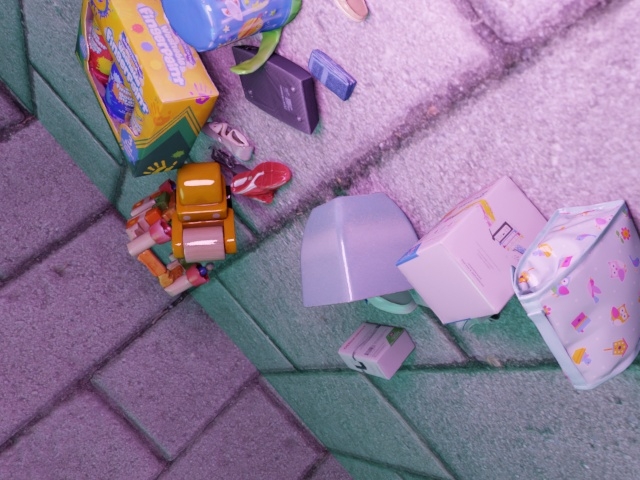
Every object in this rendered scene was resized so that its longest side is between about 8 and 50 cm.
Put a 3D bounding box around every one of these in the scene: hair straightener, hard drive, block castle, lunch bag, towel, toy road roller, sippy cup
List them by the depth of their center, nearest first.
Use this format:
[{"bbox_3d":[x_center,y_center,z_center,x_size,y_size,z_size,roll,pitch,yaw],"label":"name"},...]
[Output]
[{"bbox_3d":[0.450,0.094,0.933,0.223,0.262,0.160,55,151,-17],"label":"lunch bag"},{"bbox_3d":[-0.193,-0.504,1.096,0.305,0.224,0.240,54,152,-13],"label":"sippy cup"},{"bbox_3d":[0.021,-0.362,1.189,0.119,0.029,0.067,42,153,9],"label":"towel"},{"bbox_3d":[-0.105,-0.372,1.307,0.255,0.054,0.171,35,153,33],"label":"hard drive"},{"bbox_3d":[-0.287,-0.256,1.760,0.230,0.047,0.089,39,152,24],"label":"hair straightener"},{"bbox_3d":[-0.393,-0.110,1.787,0.240,0.203,0.329,97,166,-54],"label":"toy road roller"},{"bbox_3d":[-0.550,-0.032,2.072,0.303,0.213,0.453,57,-173,-29],"label":"block castle"}]

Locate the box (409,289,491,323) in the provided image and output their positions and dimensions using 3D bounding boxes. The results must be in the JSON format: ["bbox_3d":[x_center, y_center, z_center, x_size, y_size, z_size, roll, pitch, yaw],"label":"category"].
[{"bbox_3d":[0.306,0.132,1.296,0.067,0.063,0.324,58,169,-8],"label":"box"}]

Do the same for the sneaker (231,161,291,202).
[{"bbox_3d":[-0.155,-0.175,1.660,0.221,0.086,0.128,-4,164,35],"label":"sneaker"}]

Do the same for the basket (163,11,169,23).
[{"bbox_3d":[-0.293,-0.572,1.271,0.103,0.113,0.167,41,152,3],"label":"basket"}]

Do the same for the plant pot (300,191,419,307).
[{"bbox_3d":[0.091,0.018,1.353,0.247,0.248,0.252,-18,82,61],"label":"plant pot"}]

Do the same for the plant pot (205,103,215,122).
[{"bbox_3d":[-0.380,-0.415,1.563,0.237,0.110,0.237,26,126,43],"label":"plant pot"}]

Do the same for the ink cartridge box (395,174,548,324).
[{"bbox_3d":[0.308,0.021,1.068,0.168,0.233,0.171,50,153,-1],"label":"ink cartridge box"}]

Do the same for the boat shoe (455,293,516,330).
[{"bbox_3d":[0.395,0.171,1.303,0.076,0.083,0.226,39,151,18],"label":"boat shoe"}]

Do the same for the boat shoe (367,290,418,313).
[{"bbox_3d":[0.156,0.115,1.552,0.277,0.098,0.096,28,148,34],"label":"boat shoe"}]

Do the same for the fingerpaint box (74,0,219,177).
[{"bbox_3d":[-0.488,-0.454,1.451,0.371,0.163,0.444,-39,75,53],"label":"fingerpaint box"}]

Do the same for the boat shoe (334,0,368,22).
[{"bbox_3d":[0.045,-0.467,0.994,0.135,0.050,0.045,52,158,-10],"label":"boat shoe"}]

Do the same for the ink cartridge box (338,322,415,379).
[{"bbox_3d":[0.181,0.358,1.778,0.208,0.153,0.086,-1,127,56],"label":"ink cartridge box"}]

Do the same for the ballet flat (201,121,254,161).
[{"bbox_3d":[-0.286,-0.322,1.654,0.213,0.072,0.068,38,124,16],"label":"ballet flat"}]

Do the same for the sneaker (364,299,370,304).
[{"bbox_3d":[0.118,0.144,1.685,0.144,0.059,0.053,37,153,21],"label":"sneaker"}]
